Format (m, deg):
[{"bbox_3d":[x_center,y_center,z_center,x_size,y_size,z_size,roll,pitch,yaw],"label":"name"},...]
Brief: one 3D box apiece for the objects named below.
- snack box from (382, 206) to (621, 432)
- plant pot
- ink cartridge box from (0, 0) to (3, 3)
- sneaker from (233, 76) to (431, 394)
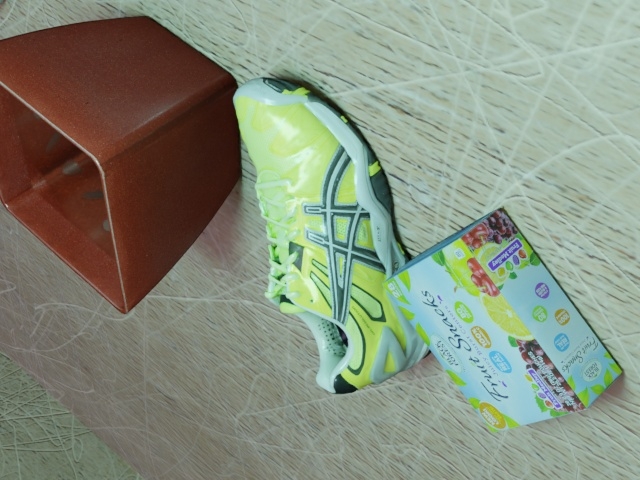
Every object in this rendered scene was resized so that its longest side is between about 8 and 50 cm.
[{"bbox_3d":[0.181,0.089,1.134,0.207,0.070,0.174,55,151,0],"label":"snack box"},{"bbox_3d":[-0.245,-0.122,1.359,0.267,0.236,0.267,37,147,27],"label":"plant pot"},{"bbox_3d":[-0.602,-0.547,1.573,0.385,0.091,0.308,46,150,12],"label":"ink cartridge box"},{"bbox_3d":[0.000,0.000,1.225,0.145,0.147,0.384,-6,115,60],"label":"sneaker"}]
